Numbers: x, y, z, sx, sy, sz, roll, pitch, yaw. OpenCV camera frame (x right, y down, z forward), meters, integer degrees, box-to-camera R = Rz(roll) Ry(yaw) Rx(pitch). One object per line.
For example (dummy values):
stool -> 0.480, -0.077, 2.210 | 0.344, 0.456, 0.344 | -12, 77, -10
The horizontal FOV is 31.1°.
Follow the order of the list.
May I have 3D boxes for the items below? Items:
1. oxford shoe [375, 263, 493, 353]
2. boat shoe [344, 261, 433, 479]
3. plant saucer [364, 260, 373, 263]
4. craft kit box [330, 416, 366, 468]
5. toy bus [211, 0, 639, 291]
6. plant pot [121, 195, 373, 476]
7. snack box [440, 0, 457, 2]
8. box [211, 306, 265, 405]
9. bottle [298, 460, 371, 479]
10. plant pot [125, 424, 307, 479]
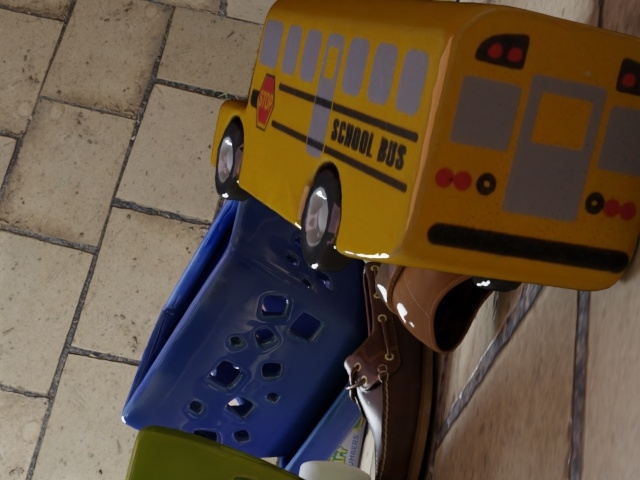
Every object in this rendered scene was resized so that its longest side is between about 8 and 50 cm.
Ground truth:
oxford shoe -> 0.102, -0.021, 0.700 | 0.076, 0.076, 0.212 | 55, 139, 44
boat shoe -> 0.054, 0.105, 0.919 | 0.073, 0.073, 0.207 | 106, 174, -48
plant saucer -> 0.073, -0.002, 1.364 | 0.188, 0.045, 0.188 | -99, 22, -83
craft kit box -> 0.004, 0.289, 1.404 | 0.246, 0.061, 0.249 | 100, -179, -79
toy bus -> 0.034, -0.058, 0.602 | 0.333, 0.108, 0.130 | -145, 64, -68
plant pot -> -0.044, 0.092, 1.188 | 0.236, 0.212, 0.236 | -58, 10, 23
snack box -> 0.091, -0.419, 1.369 | 0.060, 0.187, 0.322 | 109, 173, -73
box -> -0.057, 0.132, 1.509 | 0.232, 0.149, 0.127 | -57, -3, 28
bottle -> -0.010, 0.333, 0.984 | 0.118, 0.092, 0.282 | 108, 174, -63
plant pot -> -0.046, 0.263, 0.809 | 0.227, 0.207, 0.228 | 116, 166, -79
